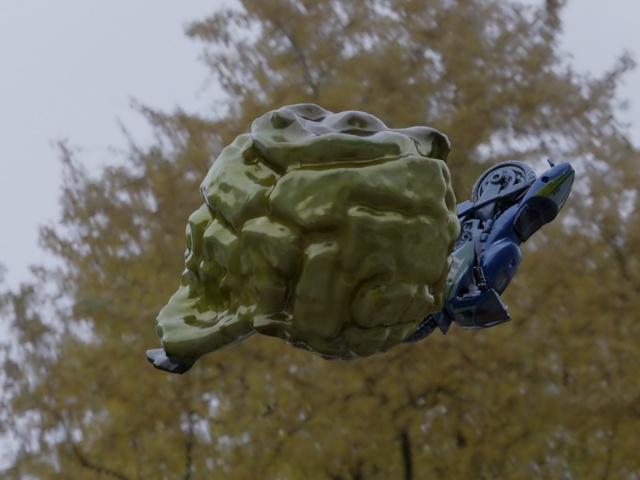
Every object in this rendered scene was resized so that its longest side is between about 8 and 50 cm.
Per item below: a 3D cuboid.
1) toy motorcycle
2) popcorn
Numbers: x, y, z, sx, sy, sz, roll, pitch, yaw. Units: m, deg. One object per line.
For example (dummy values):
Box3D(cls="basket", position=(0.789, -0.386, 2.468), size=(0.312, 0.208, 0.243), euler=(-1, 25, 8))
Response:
Box3D(cls="toy motorcycle", position=(0.171, 0.013, 1.548), size=(0.254, 0.135, 0.092), euler=(-54, -47, -19))
Box3D(cls="popcorn", position=(0.001, -0.009, 1.399), size=(0.293, 0.293, 0.237), euler=(-3, -81, -21))
